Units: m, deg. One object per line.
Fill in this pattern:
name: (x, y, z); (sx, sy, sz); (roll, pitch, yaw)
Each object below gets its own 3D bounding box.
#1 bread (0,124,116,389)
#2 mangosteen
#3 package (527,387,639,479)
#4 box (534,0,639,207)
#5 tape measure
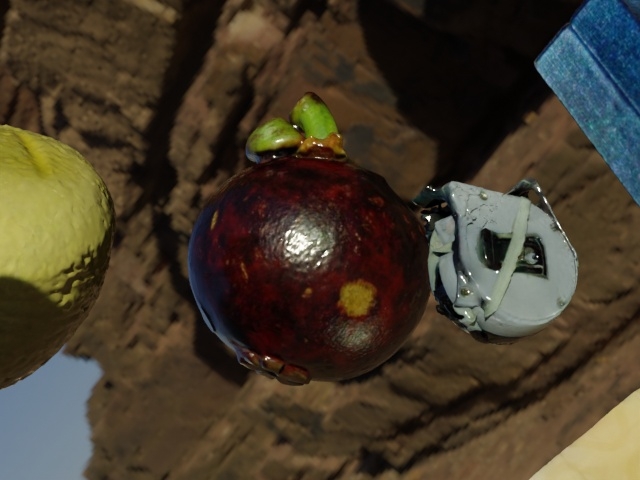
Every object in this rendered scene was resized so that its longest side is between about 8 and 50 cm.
bread: (-0.360, 0.000, 1.211); (0.320, 0.320, 0.237); (-46, -20, -74)
mangosteen: (0.000, 0.000, 1.504); (0.306, 0.306, 0.359); (121, 170, -77)
package: (0.262, 0.228, 0.650); (0.221, 0.311, 0.165); (-34, -47, -21)
box: (0.357, -0.081, 1.024); (0.261, 0.279, 0.116); (-5, -35, -41)
tape measure: (0.104, 0.012, 0.711); (0.091, 0.094, 0.054); (-4, -22, -25)
